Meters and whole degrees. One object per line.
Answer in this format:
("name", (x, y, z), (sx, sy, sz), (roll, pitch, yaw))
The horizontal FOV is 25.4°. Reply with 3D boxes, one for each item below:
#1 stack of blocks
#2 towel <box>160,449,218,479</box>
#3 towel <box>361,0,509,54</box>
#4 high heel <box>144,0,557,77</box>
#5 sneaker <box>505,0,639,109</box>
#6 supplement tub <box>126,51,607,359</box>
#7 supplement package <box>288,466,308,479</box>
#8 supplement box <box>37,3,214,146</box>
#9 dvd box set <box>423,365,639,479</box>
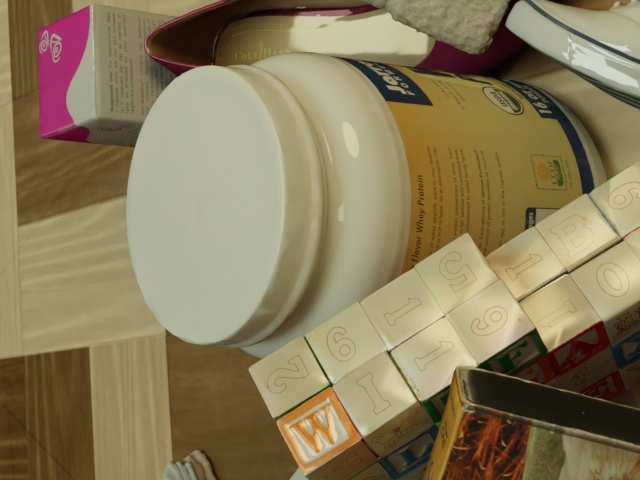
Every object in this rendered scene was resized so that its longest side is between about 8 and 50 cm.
("stack of blocks", (0.121, 0.073, 0.963), (0.297, 0.171, 0.087), (-32, 58, 2))
("towel", (-0.139, 0.441, 1.476), (0.332, 0.053, 0.317), (56, 129, 36))
("towel", (0.094, -0.285, 1.036), (0.049, 0.187, 0.282), (-66, 0, -59))
("high heel", (0.019, -0.181, 1.199), (0.377, 0.181, 0.127), (-17, 75, 49))
("sneaker", (0.246, -0.139, 1.010), (0.258, 0.094, 0.091), (31, 97, 40))
("supplement tub", (0.038, -0.021, 1.065), (0.228, 0.316, 0.228), (-2, 87, 50))
("supplement package", (0.104, 0.260, 1.111), (0.204, 0.145, 0.262), (-55, 50, 34))
("supplement box", (-0.152, -0.150, 1.376), (0.111, 0.220, 0.114), (-10, 82, 50))
("dvd box set", (0.176, 0.309, 0.913), (0.062, 0.308, 0.420), (-79, 4, -70))
